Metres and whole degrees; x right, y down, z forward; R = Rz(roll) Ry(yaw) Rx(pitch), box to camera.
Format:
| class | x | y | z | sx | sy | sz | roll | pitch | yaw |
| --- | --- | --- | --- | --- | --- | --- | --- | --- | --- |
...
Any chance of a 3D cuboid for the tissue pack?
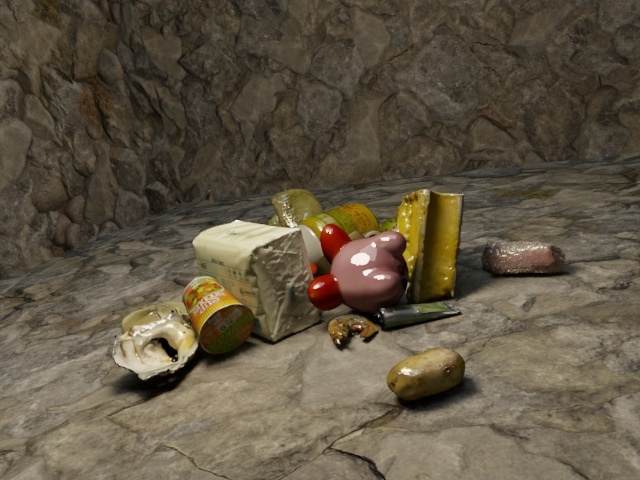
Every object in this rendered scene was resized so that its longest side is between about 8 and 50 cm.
| class | x | y | z | sx | sy | sz | roll | pitch | yaw |
| --- | --- | --- | --- | --- | --- | --- | --- | --- | --- |
| tissue pack | -0.199 | 0.106 | 1.648 | 0.207 | 0.297 | 0.380 | -22 | 20 | -34 |

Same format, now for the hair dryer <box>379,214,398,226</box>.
| class | x | y | z | sx | sy | sz | roll | pitch | yaw |
| --- | --- | --- | --- | --- | --- | --- | --- | --- | --- |
| hair dryer | 0.207 | -0.056 | 2.192 | 0.352 | 0.125 | 0.210 | 15 | 27 | 28 |

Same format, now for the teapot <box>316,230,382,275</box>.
| class | x | y | z | sx | sy | sz | roll | pitch | yaw |
| --- | --- | --- | --- | --- | --- | --- | --- | --- | --- |
| teapot | 0.116 | 0.080 | 1.776 | 0.268 | 0.175 | 0.185 | -38 | -6 | -6 |

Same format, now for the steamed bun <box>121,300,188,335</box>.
| class | x | y | z | sx | sy | sz | roll | pitch | yaw |
| --- | --- | --- | --- | --- | --- | --- | --- | --- | --- |
| steamed bun | -0.512 | 0.251 | 1.685 | 0.212 | 0.110 | 0.231 | -11 | 12 | -1 |

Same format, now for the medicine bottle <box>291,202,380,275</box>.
| class | x | y | z | sx | sy | sz | roll | pitch | yaw |
| --- | --- | --- | --- | --- | --- | --- | --- | --- | --- |
| medicine bottle | 0.015 | 0.014 | 1.987 | 0.384 | 0.224 | 0.224 | -22 | 19 | -34 |

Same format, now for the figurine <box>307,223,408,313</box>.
| class | x | y | z | sx | sy | sz | roll | pitch | yaw |
| --- | --- | --- | --- | --- | --- | --- | --- | --- | --- |
| figurine | 0.129 | 0.101 | 1.583 | 0.261 | 0.211 | 0.269 | -2 | 56 | 21 |

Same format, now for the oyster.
| class | x | y | z | sx | sy | sz | roll | pitch | yaw |
| --- | --- | --- | --- | --- | --- | --- | --- | --- | --- |
| oyster | -0.421 | 0.286 | 1.464 | 0.271 | 0.100 | 0.275 | 10 | 27 | -37 |

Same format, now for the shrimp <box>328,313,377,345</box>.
| class | x | y | z | sx | sy | sz | roll | pitch | yaw |
| --- | --- | --- | --- | --- | --- | --- | --- | --- | --- |
| shrimp | 0.083 | 0.230 | 1.461 | 0.132 | 0.051 | 0.187 | -7 | 12 | 13 |

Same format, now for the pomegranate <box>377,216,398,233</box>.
| class | x | y | z | sx | sy | sz | roll | pitch | yaw |
| --- | --- | --- | --- | --- | --- | --- | --- | --- | --- |
| pomegranate | 0.298 | 0.029 | 1.884 | 0.198 | 0.246 | 0.198 | -35 | 31 | 24 |

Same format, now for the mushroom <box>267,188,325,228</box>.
| class | x | y | z | sx | sy | sz | roll | pitch | yaw |
| --- | --- | --- | --- | --- | --- | --- | --- | --- | --- |
| mushroom | -0.112 | -0.129 | 2.621 | 0.292 | 0.217 | 0.212 | -12 | 18 | -9 |

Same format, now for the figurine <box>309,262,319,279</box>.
| class | x | y | z | sx | sy | sz | roll | pitch | yaw |
| --- | --- | --- | --- | --- | --- | --- | --- | --- | --- |
| figurine | -0.037 | 0.129 | 1.753 | 0.075 | 0.140 | 0.068 | -5 | 20 | 19 |

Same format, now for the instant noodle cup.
| class | x | y | z | sx | sy | sz | roll | pitch | yaw |
| --- | --- | --- | --- | --- | --- | --- | --- | --- | --- |
| instant noodle cup | -0.295 | 0.194 | 1.521 | 0.168 | 0.168 | 0.185 | -18 | 39 | -27 |

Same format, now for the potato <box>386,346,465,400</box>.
| class | x | y | z | sx | sy | sz | roll | pitch | yaw |
| --- | --- | --- | --- | --- | --- | --- | --- | --- | --- |
| potato | 0.222 | 0.276 | 1.140 | 0.170 | 0.080 | 0.107 | -13 | 7 | -22 |

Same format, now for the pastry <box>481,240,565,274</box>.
| class | x | y | z | sx | sy | sz | roll | pitch | yaw |
| --- | --- | --- | --- | --- | --- | --- | --- | --- | --- |
| pastry | 0.598 | 0.053 | 1.678 | 0.112 | 0.103 | 0.265 | 0 | -2 | -45 |

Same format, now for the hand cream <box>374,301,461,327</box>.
| class | x | y | z | sx | sy | sz | roll | pitch | yaw |
| --- | --- | --- | --- | --- | --- | --- | --- | --- | --- |
| hand cream | 0.257 | 0.199 | 1.490 | 0.235 | 0.055 | 0.086 | -6 | 16 | -13 |

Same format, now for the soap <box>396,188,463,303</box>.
| class | x | y | z | sx | sy | sz | roll | pitch | yaw |
| --- | --- | --- | --- | --- | --- | --- | --- | --- | --- |
| soap | 0.319 | 0.024 | 1.709 | 0.169 | 0.338 | 0.304 | 6 | -2 | -2 |
